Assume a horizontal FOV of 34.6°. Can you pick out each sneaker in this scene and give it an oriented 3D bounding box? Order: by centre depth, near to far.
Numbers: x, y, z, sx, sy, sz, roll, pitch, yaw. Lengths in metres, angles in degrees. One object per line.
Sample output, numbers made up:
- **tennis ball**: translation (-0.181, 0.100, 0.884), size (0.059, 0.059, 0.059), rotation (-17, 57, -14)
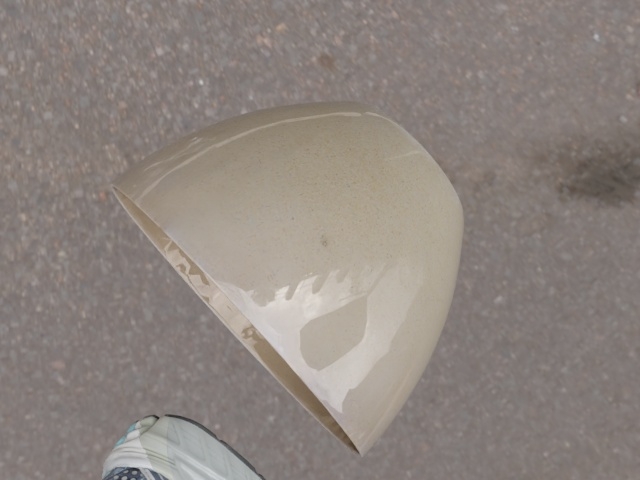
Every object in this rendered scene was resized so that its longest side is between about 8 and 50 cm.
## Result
- **sneaker**: translation (-0.036, 0.240, 0.637), size (0.283, 0.122, 0.110), rotation (35, 141, 1)

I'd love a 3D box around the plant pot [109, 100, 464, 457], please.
- **plant pot**: translation (0.000, 0.000, 0.809), size (0.191, 0.284, 0.284), rotation (-43, 128, -10)
